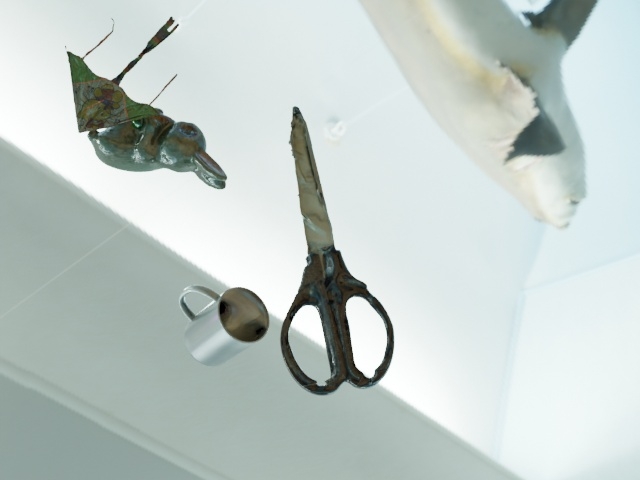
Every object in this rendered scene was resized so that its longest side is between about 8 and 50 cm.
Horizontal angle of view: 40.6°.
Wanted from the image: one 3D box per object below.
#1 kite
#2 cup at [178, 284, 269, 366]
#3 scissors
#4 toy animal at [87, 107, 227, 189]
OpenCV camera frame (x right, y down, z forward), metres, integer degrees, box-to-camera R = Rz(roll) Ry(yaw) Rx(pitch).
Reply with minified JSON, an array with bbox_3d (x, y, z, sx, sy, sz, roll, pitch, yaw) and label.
[{"bbox_3d":[-0.323,-0.273,1.409,0.244,0.006,0.198,-50,-54,1],"label":"kite"},{"bbox_3d":[-0.167,0.130,1.455,0.099,0.133,0.136,-20,-102,-42],"label":"cup"},{"bbox_3d":[0.000,0.000,0.849,0.109,0.022,0.300,-10,-107,1],"label":"scissors"},{"bbox_3d":[-0.270,-0.163,1.523,0.251,0.127,0.126,18,-86,4],"label":"toy animal"}]
